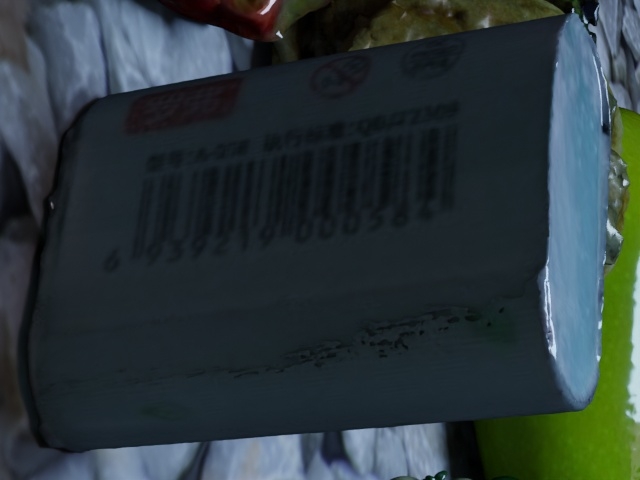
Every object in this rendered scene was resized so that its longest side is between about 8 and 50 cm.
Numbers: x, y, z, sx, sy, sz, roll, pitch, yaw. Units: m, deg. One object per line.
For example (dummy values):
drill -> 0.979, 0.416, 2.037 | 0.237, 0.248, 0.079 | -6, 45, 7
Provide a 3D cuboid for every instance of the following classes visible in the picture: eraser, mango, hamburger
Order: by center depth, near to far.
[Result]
eraser -> 0.000, 0.000, 0.771 | 0.081, 0.227, 0.174 | 49, 40, -52
hamburger -> 0.066, -0.048, 1.000 | 0.130, 0.183, 0.206 | 135, -50, -71
mango -> 0.177, 0.080, 1.184 | 0.192, 0.156, 0.343 | 21, 69, -51

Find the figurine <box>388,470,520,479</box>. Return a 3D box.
figurine -> 0.082, 0.201, 1.041 | 0.147, 0.093, 0.197 | -57, 146, -21

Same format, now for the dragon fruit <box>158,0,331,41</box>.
dragon fruit -> 0.011, -0.188, 0.869 | 0.317, 0.152, 0.205 | 7, 100, -62
